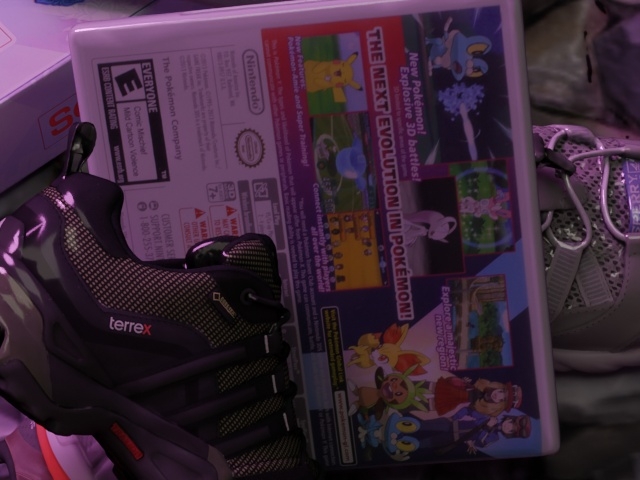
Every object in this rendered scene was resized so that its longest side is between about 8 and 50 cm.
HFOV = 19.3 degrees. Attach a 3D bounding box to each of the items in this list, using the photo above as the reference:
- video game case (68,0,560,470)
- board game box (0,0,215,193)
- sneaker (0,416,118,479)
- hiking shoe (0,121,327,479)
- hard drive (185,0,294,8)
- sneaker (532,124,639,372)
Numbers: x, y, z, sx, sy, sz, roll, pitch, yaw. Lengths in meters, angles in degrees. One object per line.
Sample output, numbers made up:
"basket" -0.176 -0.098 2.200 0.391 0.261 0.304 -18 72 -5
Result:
"video game case" 0.000 0.000 0.780 0.183 0.201 0.023 -5 16 7
"board game box" -0.256 -0.136 0.948 0.318 0.066 0.318 -36 62 -21
"sneaker" -0.094 0.141 0.777 0.065 0.061 0.158 -31 65 24
"hiking shoe" -0.037 0.057 0.739 0.114 0.227 0.086 -53 24 -9
"hard drive" -0.007 -0.246 0.979 0.233 0.047 0.353 13 48 1
"sneaker" 0.080 -0.009 0.825 0.281 0.115 0.105 -5 56 -2
